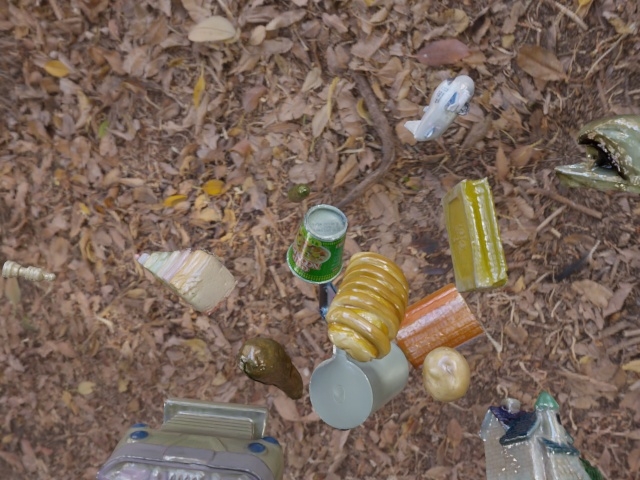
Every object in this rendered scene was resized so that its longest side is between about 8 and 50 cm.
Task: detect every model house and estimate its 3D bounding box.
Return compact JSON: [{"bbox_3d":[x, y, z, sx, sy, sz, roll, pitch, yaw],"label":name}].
[{"bbox_3d":[0.645,0.616,1.450,0.298,0.244,0.284,124,150,-52],"label":"model house"}]

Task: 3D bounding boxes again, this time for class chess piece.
[{"bbox_3d":[-0.583,0.066,0.961,0.092,0.035,0.035,12,108,-12],"label":"chess piece"}]

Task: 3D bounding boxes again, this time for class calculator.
[{"bbox_3d":[0.050,0.262,1.839,0.051,0.293,0.172,-29,111,12],"label":"calculator"}]

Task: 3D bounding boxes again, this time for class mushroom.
[{"bbox_3d":[0.752,-0.221,1.154,0.292,0.218,0.211,1,118,64],"label":"mushroom"}]

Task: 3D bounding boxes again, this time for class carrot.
[{"bbox_3d":[-0.079,-0.188,1.858,0.074,0.358,0.074,0,92,-9],"label":"carrot"}]

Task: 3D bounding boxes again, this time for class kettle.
[{"bbox_3d":[0.132,0.391,1.427,0.205,0.318,0.264,33,105,25],"label":"kettle"}]

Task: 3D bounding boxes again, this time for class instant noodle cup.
[{"bbox_3d":[0.000,0.000,1.602,0.207,0.207,0.232,38,147,16],"label":"instant noodle cup"}]

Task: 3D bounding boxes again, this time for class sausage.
[{"bbox_3d":[0.426,0.318,1.763,0.287,0.233,0.233,-32,84,12],"label":"sausage"}]

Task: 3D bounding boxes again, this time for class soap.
[{"bbox_3d":[0.446,-0.007,1.401,0.091,0.199,0.314,-5,80,-4],"label":"soap"}]

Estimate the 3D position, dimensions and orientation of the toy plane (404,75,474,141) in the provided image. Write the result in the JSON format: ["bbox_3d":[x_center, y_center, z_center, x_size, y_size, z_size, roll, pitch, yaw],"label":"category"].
[{"bbox_3d":[0.412,-0.446,1.616,0.123,0.266,0.267,40,117,-14],"label":"toy plane"}]

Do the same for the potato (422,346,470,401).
[{"bbox_3d":[0.290,0.311,1.098,0.110,0.178,0.118,-21,59,6],"label":"potato"}]

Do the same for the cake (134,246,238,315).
[{"bbox_3d":[-0.277,0.080,0.918,0.226,0.090,0.109,-2,141,37],"label":"cake"}]

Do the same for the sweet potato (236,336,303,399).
[{"bbox_3d":[-0.082,0.233,0.863,0.075,0.273,0.075,-6,61,10],"label":"sweet potato"}]

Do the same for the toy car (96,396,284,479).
[{"bbox_3d":[-0.177,0.415,0.655,0.242,0.226,0.335,6,95,0],"label":"toy car"}]

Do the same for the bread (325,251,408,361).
[{"bbox_3d":[0.122,0.147,1.124,0.173,0.311,0.121,35,126,-6],"label":"bread"}]
